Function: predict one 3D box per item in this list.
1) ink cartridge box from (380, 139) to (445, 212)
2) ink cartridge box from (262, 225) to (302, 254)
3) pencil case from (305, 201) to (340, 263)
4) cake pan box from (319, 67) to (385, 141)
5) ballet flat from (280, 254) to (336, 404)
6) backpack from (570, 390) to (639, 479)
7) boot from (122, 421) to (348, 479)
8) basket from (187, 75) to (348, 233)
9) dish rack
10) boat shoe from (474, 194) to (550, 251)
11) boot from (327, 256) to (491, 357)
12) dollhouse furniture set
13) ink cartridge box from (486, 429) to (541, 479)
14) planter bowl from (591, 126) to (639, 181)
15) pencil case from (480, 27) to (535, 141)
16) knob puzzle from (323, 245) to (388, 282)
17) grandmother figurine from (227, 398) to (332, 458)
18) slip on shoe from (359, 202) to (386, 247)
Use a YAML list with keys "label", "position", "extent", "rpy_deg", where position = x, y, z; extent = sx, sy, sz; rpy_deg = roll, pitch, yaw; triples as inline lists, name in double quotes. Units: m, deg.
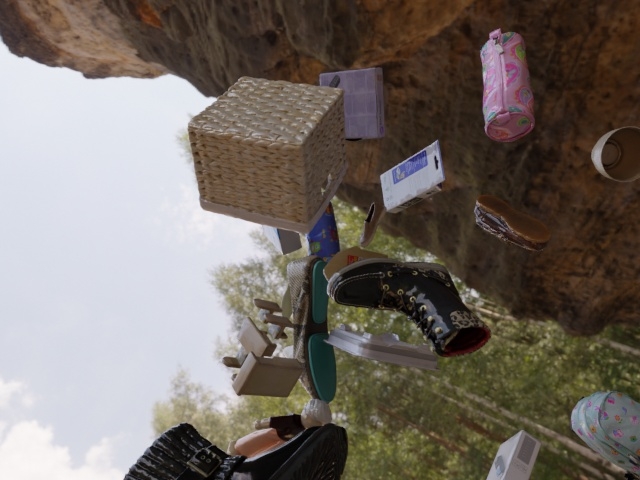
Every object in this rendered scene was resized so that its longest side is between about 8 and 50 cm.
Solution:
- label: "ink cartridge box"
  position: [0.363, -0.235, 1.936]
  extent: [0.065, 0.332, 0.166]
  rpy_deg: [6, -109, -32]
- label: "ink cartridge box"
  position: [-0.149, -0.054, 1.827]
  extent: [0.082, 0.190, 0.140]
  rpy_deg: [-20, -59, -16]
- label: "pencil case"
  position: [0.000, 0.000, 1.853]
  extent: [0.119, 0.133, 0.306]
  rpy_deg: [25, -128, -57]
- label: "cake pan box"
  position: [0.122, -0.511, 1.934]
  extent: [0.070, 0.245, 0.267]
  rpy_deg: [-24, -68, -52]
- label: "ballet flat"
  position: [-0.048, 0.294, 1.681]
  extent: [0.164, 0.182, 0.483]
  rpy_deg: [11, -108, -54]
- label: "backpack"
  position: [0.612, 0.383, 1.029]
  extent: [0.152, 0.182, 0.115]
  rpy_deg: [-53, -11, -32]
- label: "boot"
  position: [-0.139, 0.391, 0.877]
  extent: [0.348, 0.260, 0.131]
  rpy_deg: [-20, -65, -48]
- label: "basket"
  position: [-0.126, -0.238, 1.332]
  extent: [0.328, 0.331, 0.267]
  rpy_deg: [-60, -24, -44]
- label: "dish rack"
  position: [0.184, 0.319, 1.549]
  extent: [0.285, 0.333, 0.073]
  rpy_deg: [15, -96, -17]
- label: "boat shoe"
  position: [0.417, -0.028, 1.114]
  extent: [0.073, 0.207, 0.073]
  rpy_deg: [-13, -57, -16]
- label: "boot"
  position: [0.144, 0.109, 0.833]
  extent: [0.236, 0.179, 0.085]
  rpy_deg: [0, -59, -19]
- label: "dollhouse furniture set"
  position: [-0.182, 0.303, 1.380]
  extent: [0.161, 0.242, 0.212]
  rpy_deg: [19, -75, -40]
- label: "ink cartridge box"
  position: [0.471, 0.692, 1.378]
  extent: [0.296, 0.066, 0.261]
  rpy_deg: [-46, -19, -38]
- label: "planter bowl"
  position: [0.898, -0.262, 1.542]
  extent: [0.109, 0.162, 0.162]
  rpy_deg: [-111, 32, -79]
- label: "pencil case"
  position: [0.464, -0.390, 1.274]
  extent: [0.124, 0.124, 0.284]
  rpy_deg: [41, -132, -53]
- label: "knob puzzle"
  position: [0.099, 0.105, 1.446]
  extent: [0.213, 0.213, 0.030]
  rpy_deg: [-45, -7, -33]
- label: "grandmother figurine"
  position: [-0.106, 0.577, 1.520]
  extent: [0.342, 0.104, 0.207]
  rpy_deg: [-35, -37, 19]
- label: "slip on shoe"
  position: [0.141, -0.045, 1.456]
  extent: [0.041, 0.051, 0.135]
  rpy_deg: [22, -75, -28]
